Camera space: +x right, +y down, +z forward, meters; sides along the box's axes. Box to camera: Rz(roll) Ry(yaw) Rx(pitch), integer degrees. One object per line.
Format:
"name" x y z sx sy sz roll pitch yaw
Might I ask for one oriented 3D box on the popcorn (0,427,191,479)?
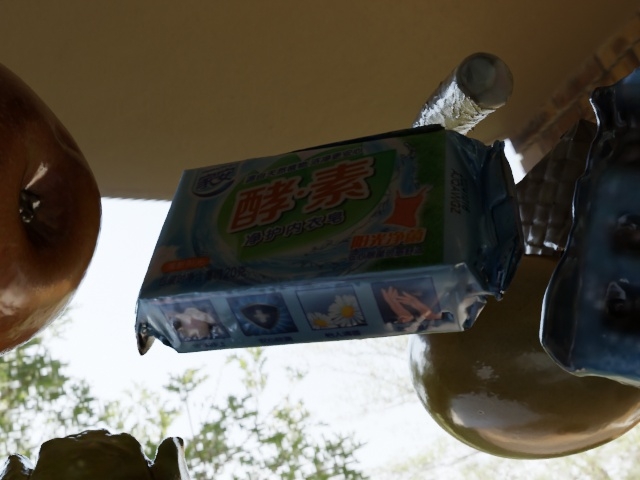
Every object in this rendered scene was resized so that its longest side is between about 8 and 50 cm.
"popcorn" -0.236 0.327 0.834 0.225 0.277 0.276 -24 -29 11

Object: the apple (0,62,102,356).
"apple" -0.218 -0.020 0.471 0.162 0.201 0.201 1 -28 6

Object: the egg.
"egg" 0.258 0.139 1.008 0.322 0.250 0.250 -11 -18 42

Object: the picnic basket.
"picnic basket" 0.451 0.007 1.209 0.291 0.321 0.254 1 -35 -37

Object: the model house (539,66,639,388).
"model house" 0.330 0.012 0.501 0.215 0.237 0.303 17 -6 -30

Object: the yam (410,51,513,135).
"yam" 0.156 -0.143 1.026 0.081 0.081 0.357 -13 -7 -9

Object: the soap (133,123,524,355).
"soap" 0.000 0.000 0.612 0.293 0.156 0.077 -8 -47 15
